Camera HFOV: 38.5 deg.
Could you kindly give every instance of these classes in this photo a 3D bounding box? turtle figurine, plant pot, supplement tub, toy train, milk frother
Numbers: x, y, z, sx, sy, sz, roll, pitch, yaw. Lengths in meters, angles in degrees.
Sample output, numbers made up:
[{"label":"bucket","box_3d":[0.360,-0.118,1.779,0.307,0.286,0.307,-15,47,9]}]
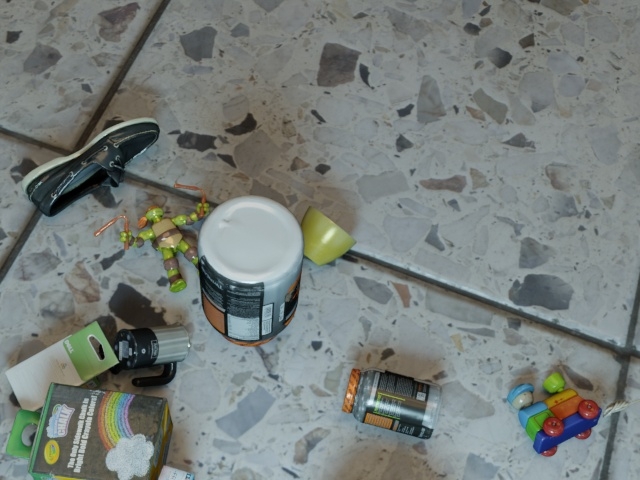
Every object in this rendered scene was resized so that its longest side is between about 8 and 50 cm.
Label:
[{"label":"turtle figurine","box_3d":[-0.345,0.006,2.029,0.269,0.087,0.217,-23,73,-26]},{"label":"plant pot","box_3d":[0.000,0.000,2.050,0.134,0.134,0.095,38,89,15]},{"label":"supplement tub","box_3d":[-0.142,0.076,1.862,0.207,0.338,0.207,2,61,-4]},{"label":"supplement tub","box_3d":[0.145,0.328,1.873,0.190,0.117,0.117,15,61,3]},{"label":"toy train","box_3d":[0.525,0.334,1.920,0.248,0.105,0.143,-22,52,-16]},{"label":"milk frother","box_3d":[-0.370,0.226,1.904,0.134,0.129,0.143,-2,21,-45]}]

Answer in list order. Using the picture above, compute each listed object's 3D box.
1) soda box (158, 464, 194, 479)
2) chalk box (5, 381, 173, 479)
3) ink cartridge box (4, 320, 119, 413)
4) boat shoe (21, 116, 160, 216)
[{"label":"soda box","box_3d":[-0.271,0.479,1.715,0.063,0.183,0.058,16,61,3]},{"label":"chalk box","box_3d":[-0.445,0.390,1.756,0.288,0.179,0.180,8,61,1]},{"label":"ink cartridge box","box_3d":[-0.519,0.267,1.867,0.209,0.062,0.109,-30,67,-10]},{"label":"boat shoe","box_3d":[-0.502,-0.161,2.086,0.340,0.127,0.113,-28,68,-17]}]
